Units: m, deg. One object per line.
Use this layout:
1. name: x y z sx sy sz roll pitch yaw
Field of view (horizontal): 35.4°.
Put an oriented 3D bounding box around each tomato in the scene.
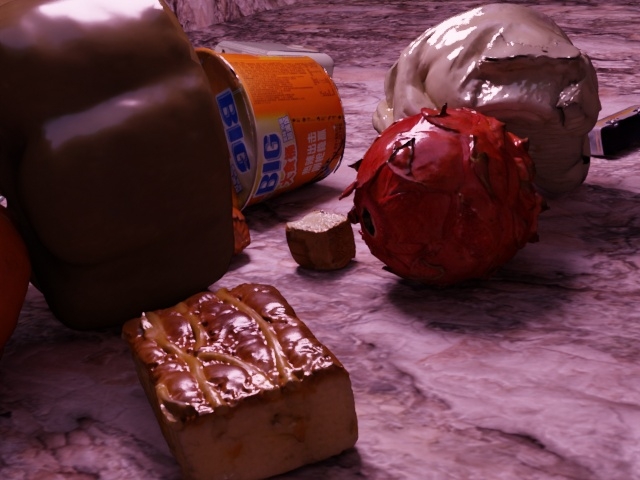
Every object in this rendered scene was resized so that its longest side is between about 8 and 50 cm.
1. tomato: -0.458 0.061 1.198 0.180 0.260 0.259 24 -1 -35

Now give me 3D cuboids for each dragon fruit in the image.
1. dragon fruit: 0.164 -0.057 1.289 0.252 0.241 0.241 -41 27 -7

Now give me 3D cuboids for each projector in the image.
1. projector: -0.098 -0.344 2.177 0.242 0.164 0.177 -9 24 -45

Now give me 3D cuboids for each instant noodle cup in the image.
1. instant noodle cup: -0.104 -0.193 1.712 0.214 0.297 0.296 -13 19 -35

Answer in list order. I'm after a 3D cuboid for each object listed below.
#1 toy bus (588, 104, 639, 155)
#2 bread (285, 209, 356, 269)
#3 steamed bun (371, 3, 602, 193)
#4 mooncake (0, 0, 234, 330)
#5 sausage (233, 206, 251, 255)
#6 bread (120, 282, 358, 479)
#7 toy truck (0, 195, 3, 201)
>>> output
1. toy bus: 0.515 -0.191 1.722 0.172 0.058 0.072 -23 19 -34
2. bread: -0.001 0.002 1.415 0.083 0.070 0.076 7 26 40
3. steamed bun: 0.262 -0.218 1.494 0.346 0.238 0.394 16 -23 -30
4. mooncake: -0.313 -0.117 1.349 0.262 0.467 0.467 -22 24 -25
5. sausage: -0.213 -0.041 1.589 0.102 0.102 0.330 -21 23 -28
6. bread: -0.093 0.138 1.046 0.184 0.114 0.274 -15 19 -16
7. toy truck: -0.737 -0.112 1.930 0.108 0.140 0.256 6 26 37
